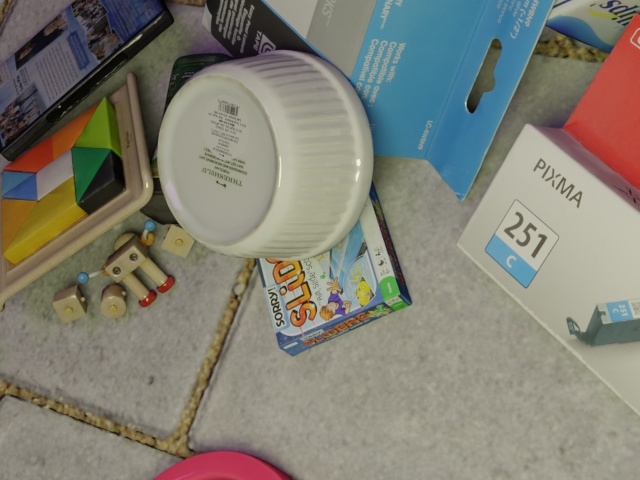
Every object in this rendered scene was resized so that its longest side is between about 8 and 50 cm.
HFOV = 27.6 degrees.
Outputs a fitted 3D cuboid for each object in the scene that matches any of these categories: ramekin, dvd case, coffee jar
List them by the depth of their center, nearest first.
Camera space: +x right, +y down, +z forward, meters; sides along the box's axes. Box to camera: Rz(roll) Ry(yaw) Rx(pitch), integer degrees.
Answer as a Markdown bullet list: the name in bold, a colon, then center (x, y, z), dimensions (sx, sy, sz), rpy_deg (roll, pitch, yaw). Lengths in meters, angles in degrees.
- **ramekin**: center (-0.062, -0.078, 1.242), dimensions (0.207, 0.109, 0.207), rpy_deg (6, 100, 41)
- **coffee jar**: center (-0.131, -0.105, 1.399), dimensions (0.096, 0.079, 0.184), rpy_deg (2, 70, 36)
- **dvd case**: center (-0.291, -0.219, 1.532), dimensions (0.253, 0.022, 0.180), rpy_deg (-39, 39, 7)

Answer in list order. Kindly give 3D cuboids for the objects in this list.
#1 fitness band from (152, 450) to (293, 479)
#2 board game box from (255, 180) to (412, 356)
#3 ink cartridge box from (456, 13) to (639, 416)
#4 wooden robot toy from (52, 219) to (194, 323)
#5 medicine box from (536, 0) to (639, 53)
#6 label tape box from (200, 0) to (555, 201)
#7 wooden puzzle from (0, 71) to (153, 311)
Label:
- **fitness band**: center (-0.083, 0.339, 1.209), dimensions (0.209, 0.054, 0.290), rpy_deg (-27, 60, 11)
- **board game box**: center (0.000, 0.000, 1.316), dimensions (0.136, 0.035, 0.201), rpy_deg (-25, 60, 15)
- **ink cartridge box**: center (0.286, -0.013, 1.104), dimensions (0.296, 0.066, 0.261), rpy_deg (45, 118, 33)
- **wooden robot toy**: center (-0.206, 0.028, 1.405), dimensions (0.173, 0.076, 0.079), rpy_deg (-37, 22, 9)
- **medicine box**: center (0.325, -0.348, 1.168), dimensions (0.289, 0.149, 0.263), rpy_deg (-20, 72, 36)
- **label tape box**: center (0.040, -0.228, 1.267), dimensions (0.347, 0.115, 0.249), rpy_deg (49, 136, 32)
- **wooden puzzle**: center (-0.284, -0.061, 1.429), dimensions (0.239, 0.044, 0.221), rpy_deg (-37, 38, 16)
